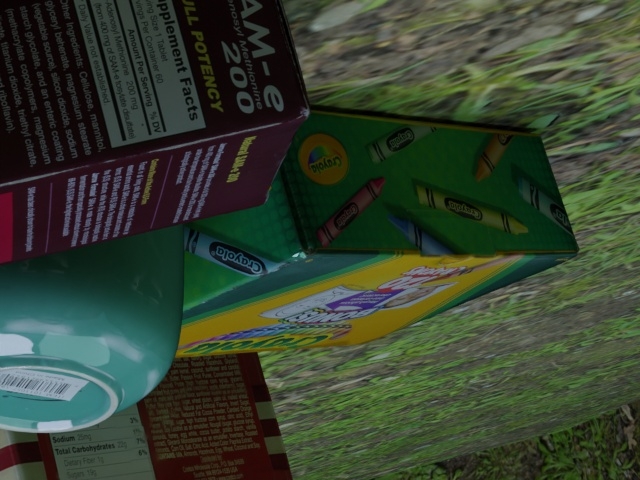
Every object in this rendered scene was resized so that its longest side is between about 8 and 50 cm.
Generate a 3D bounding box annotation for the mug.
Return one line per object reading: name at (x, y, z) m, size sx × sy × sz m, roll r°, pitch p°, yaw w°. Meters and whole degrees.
mug at (-0.140, 0.032, 0.858) m, size 0.157 × 0.097 × 0.129 m, roll -12°, pitch 150°, yaw 18°

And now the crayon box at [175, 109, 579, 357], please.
crayon box at (0.000, 0.000, 1.030) m, size 0.165 × 0.081 × 0.278 m, roll -24°, pitch 166°, yaw 33°

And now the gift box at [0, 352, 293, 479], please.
gift box at (-0.187, 0.178, 1.159) m, size 0.258 × 0.276 × 0.255 m, roll -24°, pitch 161°, yaw 39°

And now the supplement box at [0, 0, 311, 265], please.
supplement box at (-0.134, -0.035, 0.708) m, size 0.239 × 0.073 × 0.130 m, roll -13°, pitch 169°, yaw -13°
